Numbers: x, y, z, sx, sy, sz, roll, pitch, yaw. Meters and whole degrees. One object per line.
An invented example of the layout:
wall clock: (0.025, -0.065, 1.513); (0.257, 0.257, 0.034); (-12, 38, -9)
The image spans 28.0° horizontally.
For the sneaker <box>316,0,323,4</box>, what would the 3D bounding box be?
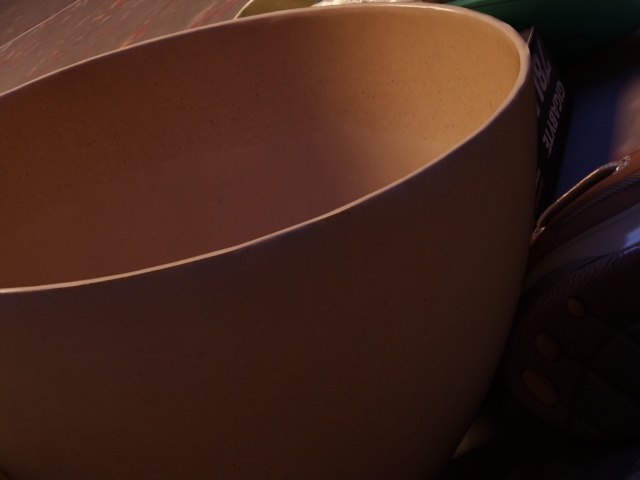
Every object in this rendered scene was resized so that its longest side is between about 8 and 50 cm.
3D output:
sneaker: (0.076, -0.264, 1.140); (0.208, 0.127, 0.319); (-15, 31, 34)

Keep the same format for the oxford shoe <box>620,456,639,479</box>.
oxford shoe: (0.080, 0.150, 0.391); (0.130, 0.132, 0.363); (-1, 39, 48)

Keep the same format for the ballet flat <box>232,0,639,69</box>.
ballet flat: (0.039, -0.164, 0.954); (0.409, 0.147, 0.147); (-18, 29, 29)

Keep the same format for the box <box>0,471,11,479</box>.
box: (-0.226, 0.222, 0.560); (0.279, 0.177, 0.290); (-29, 25, 9)

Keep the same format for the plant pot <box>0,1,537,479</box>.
plant pot: (-0.035, 0.033, 0.557); (0.284, 0.191, 0.284); (-12, 24, 6)

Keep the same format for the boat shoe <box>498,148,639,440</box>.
boat shoe: (0.221, -0.030, 0.573); (0.324, 0.123, 0.116); (-25, 25, 13)

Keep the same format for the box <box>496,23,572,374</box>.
box: (0.000, 0.000, 0.820); (0.293, 0.073, 0.295); (-17, 29, 28)
